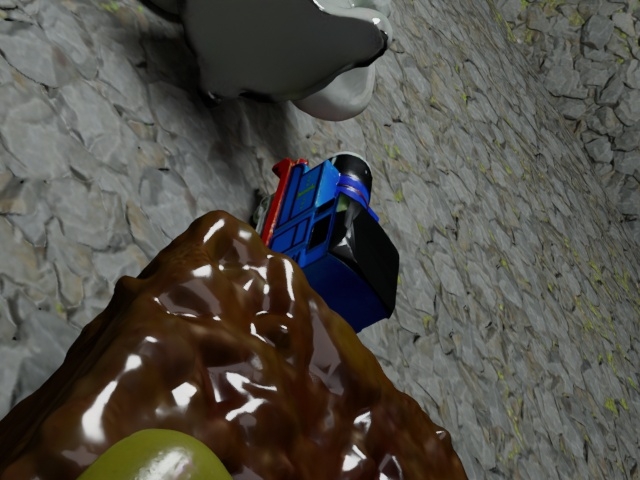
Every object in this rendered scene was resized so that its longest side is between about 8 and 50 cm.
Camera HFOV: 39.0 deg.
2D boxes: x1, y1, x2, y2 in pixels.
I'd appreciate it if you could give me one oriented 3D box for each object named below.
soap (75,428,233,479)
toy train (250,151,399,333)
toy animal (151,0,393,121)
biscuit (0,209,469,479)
[{"bbox_3d":[-0.038,0.134,0.324,0.140,0.045,0.089,49,32,-3],"label":"soap"},{"bbox_3d":[0.000,0.000,0.751,0.083,0.131,0.204,46,31,-24],"label":"toy train"},{"bbox_3d":[-0.035,-0.227,0.874,0.249,0.174,0.289,50,28,7],"label":"toy animal"},{"bbox_3d":[-0.023,0.219,0.462,0.395,0.166,0.343,49,30,-13],"label":"biscuit"}]
